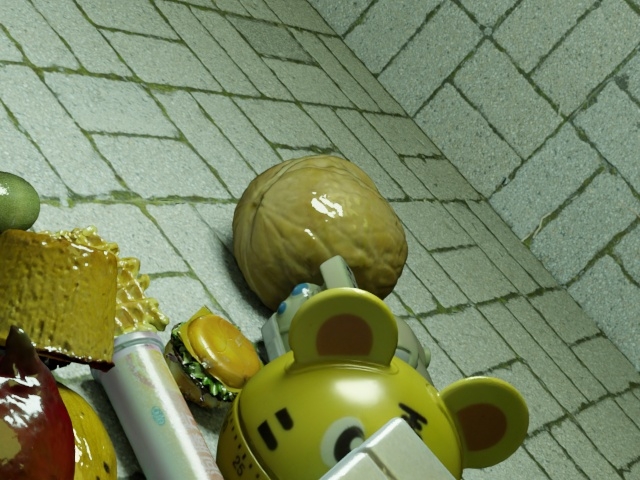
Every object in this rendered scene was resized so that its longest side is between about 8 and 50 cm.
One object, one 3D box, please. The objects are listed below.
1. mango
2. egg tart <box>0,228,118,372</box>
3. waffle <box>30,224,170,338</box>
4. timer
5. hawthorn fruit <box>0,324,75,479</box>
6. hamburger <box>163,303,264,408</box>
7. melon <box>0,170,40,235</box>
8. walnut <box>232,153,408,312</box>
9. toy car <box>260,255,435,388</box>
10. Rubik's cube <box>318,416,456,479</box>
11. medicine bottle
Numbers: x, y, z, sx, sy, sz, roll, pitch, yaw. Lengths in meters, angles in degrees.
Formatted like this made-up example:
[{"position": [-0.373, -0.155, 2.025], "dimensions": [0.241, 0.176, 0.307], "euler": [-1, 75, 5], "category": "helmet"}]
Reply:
[{"position": [-0.326, 0.239, 1.655], "dimensions": [0.157, 0.109, 0.262], "euler": [14, 33, -43], "category": "mango"}, {"position": [-0.353, 0.082, 1.754], "dimensions": [0.215, 0.171, 0.215], "euler": [12, -5, 1], "category": "egg tart"}, {"position": [-0.320, 0.074, 2.049], "dimensions": [0.229, 0.057, 0.219], "euler": [49, 22, 12], "category": "waffle"}, {"position": [0.049, 0.277, 1.871], "dimensions": [0.376, 0.387, 0.376], "euler": [36, 20, -15], "category": "timer"}, {"position": [-0.380, 0.243, 1.327], "dimensions": [0.311, 0.295, 0.295], "euler": [-31, 70, -24], "category": "hawthorn fruit"}, {"position": [-0.164, 0.184, 2.068], "dimensions": [0.164, 0.093, 0.189], "euler": [49, 23, 9], "category": "hamburger"}, {"position": [-0.472, -0.054, 1.961], "dimensions": [0.162, 0.099, 0.099], "euler": [8, 40, -55], "category": "melon"}, {"position": [0.000, 0.000, 2.456], "dimensions": [0.333, 0.333, 0.333], "euler": [36, 22, -17], "category": "walnut"}, {"position": [0.089, 0.202, 2.300], "dimensions": [0.336, 0.226, 0.242], "euler": [27, 26, -32], "category": "toy car"}, {"position": [0.026, 0.443, 1.486], "dimensions": [0.316, 0.322, 0.318], "euler": [50, 43, 6], "category": "Rubik's cube"}, {"position": [-0.175, 0.314, 1.797], "dimensions": [0.108, 0.108, 0.426], "euler": [15, 36, -51], "category": "medicine bottle"}]
